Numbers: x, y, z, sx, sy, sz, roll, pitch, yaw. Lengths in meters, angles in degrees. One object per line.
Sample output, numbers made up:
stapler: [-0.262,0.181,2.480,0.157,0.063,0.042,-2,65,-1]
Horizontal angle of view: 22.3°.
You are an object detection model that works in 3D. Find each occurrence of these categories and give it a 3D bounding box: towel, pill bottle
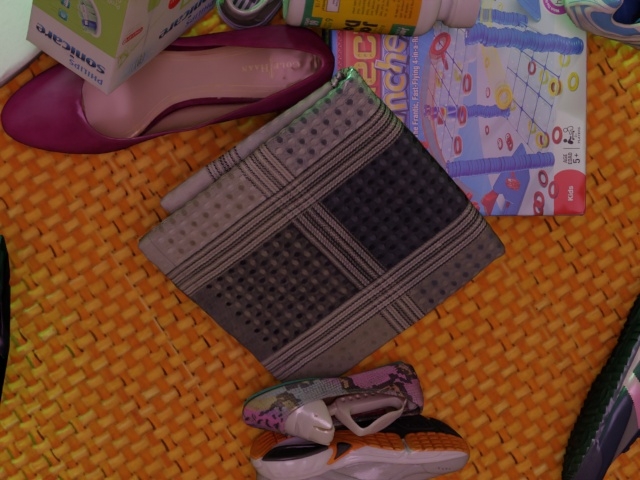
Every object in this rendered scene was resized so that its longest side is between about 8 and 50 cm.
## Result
towel: [0.000,0.000,1.844,0.324,0.056,0.312,-37,119,13]
pill bottle: [0.068,-0.285,1.781,0.208,0.117,0.117,4,93,-8]

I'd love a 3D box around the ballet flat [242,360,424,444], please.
ballet flat: [0.022,0.197,1.891,0.222,0.079,0.077,-10,140,-22]

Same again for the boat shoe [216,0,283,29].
boat shoe: [-0.023,-0.376,1.862,0.109,0.094,0.302,26,90,-8]

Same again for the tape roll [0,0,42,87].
tape roll: [-0.450,-0.348,1.823,0.392,0.072,0.392,0,93,-7]

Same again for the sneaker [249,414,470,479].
sneaker: [0.047,0.280,1.927,0.262,0.099,0.121,-4,112,-7]

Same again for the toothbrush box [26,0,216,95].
toothbrush box: [-0.186,-0.327,1.711,0.122,0.283,0.206,35,49,10]

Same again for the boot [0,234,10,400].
boot: [-0.560,0.016,1.758,0.445,0.146,0.367,2,99,4]

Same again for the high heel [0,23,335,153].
high heel: [-0.174,-0.175,1.812,0.377,0.181,0.127,-16,96,-6]

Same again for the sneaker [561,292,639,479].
sneaker: [0.404,0.178,1.944,0.131,0.112,0.319,28,91,-5]

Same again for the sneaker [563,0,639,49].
sneaker: [0.380,-0.266,1.882,0.237,0.086,0.085,0,93,-44]

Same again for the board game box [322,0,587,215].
board game box: [0.155,-0.179,1.902,0.302,0.086,0.308,-1,94,-7]
